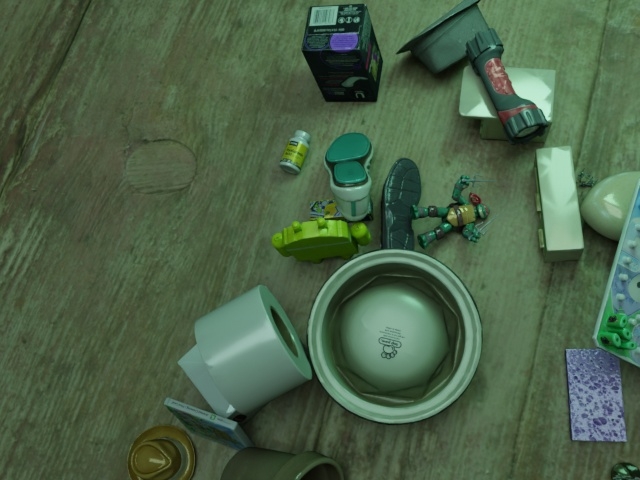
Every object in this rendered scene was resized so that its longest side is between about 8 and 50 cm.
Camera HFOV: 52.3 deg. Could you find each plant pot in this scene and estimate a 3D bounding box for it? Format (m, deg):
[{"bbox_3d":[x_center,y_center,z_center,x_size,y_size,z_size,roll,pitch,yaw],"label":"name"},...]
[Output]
[{"bbox_3d":[-0.106,0.593,1.519,0.229,0.263,0.263,12,74,38],"label":"plant pot"}]

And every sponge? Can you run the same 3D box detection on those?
[{"bbox_3d":[0.631,0.353,1.498,0.117,0.031,0.210,-2,71,14],"label":"sponge"}]

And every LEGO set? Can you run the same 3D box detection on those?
[{"bbox_3d":[0.678,-0.142,1.664,0.054,0.023,0.083,11,88,20],"label":"LEGO set"}]

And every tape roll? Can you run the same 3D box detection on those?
[{"bbox_3d":[-0.149,0.244,1.469,0.169,0.246,0.246,-30,67,3],"label":"tape roll"}]

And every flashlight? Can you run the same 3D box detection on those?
[{"bbox_3d":[0.459,-0.387,1.616,0.103,0.103,0.304,-19,71,5],"label":"flashlight"}]

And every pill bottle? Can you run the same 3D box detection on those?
[{"bbox_3d":[-0.071,-0.255,1.875,0.065,0.065,0.116,16,76,19],"label":"pill bottle"}]

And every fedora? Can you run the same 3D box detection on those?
[{"bbox_3d":[-0.422,0.566,1.679,0.194,0.079,0.194,-4,71,13],"label":"fedora"},{"bbox_3d":[0.357,-0.554,1.806,0.275,0.244,0.124,-38,95,-10],"label":"fedora"}]

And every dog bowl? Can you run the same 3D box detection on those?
[{"bbox_3d":[0.178,0.231,1.575,0.408,0.150,0.408,-2,78,9],"label":"dog bowl"}]

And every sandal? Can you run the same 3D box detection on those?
[{"bbox_3d":[0.688,0.589,1.392,0.090,0.060,0.219,-19,53,2],"label":"sandal"}]

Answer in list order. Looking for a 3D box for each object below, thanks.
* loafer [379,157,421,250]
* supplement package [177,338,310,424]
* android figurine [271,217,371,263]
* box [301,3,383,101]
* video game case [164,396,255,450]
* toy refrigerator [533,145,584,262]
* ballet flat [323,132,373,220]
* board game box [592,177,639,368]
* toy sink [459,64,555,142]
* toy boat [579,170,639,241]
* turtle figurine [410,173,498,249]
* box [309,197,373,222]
[{"bbox_3d":[0.196,-0.071,1.728,0.109,0.095,0.302,14,69,-20],"label":"loafer"},{"bbox_3d":[-0.185,0.305,1.669,0.262,0.145,0.204,-43,67,-2],"label":"supplement package"},{"bbox_3d":[0.000,0.000,1.655,0.248,0.273,0.056,-8,71,13],"label":"android figurine"},{"bbox_3d":[0.067,-0.514,1.815,0.165,0.270,0.143,4,73,16],"label":"box"},{"bbox_3d":[-0.267,0.461,1.603,0.193,0.212,0.023,14,59,19],"label":"video game case"},{"bbox_3d":[0.586,-0.089,1.624,0.094,0.102,0.269,-5,71,13],"label":"toy refrigerator"},{"bbox_3d":[0.078,-0.167,1.718,0.139,0.139,0.400,-15,25,9],"label":"ballet flat"},{"bbox_3d":[0.791,0.111,1.402,0.390,0.050,0.390,26,77,-19],"label":"board game box"},{"bbox_3d":[0.489,-0.358,1.727,0.234,0.131,0.152,6,73,12],"label":"toy sink"},{"bbox_3d":[0.757,-0.013,1.544,0.267,0.148,0.318,1,64,10],"label":"toy boat"},{"bbox_3d":[0.355,-0.063,1.667,0.234,0.118,0.175,-16,70,-5],"label":"turtle figurine"},{"bbox_3d":[0.058,-0.082,1.787,0.169,0.054,0.059,-6,70,13],"label":"box"}]
